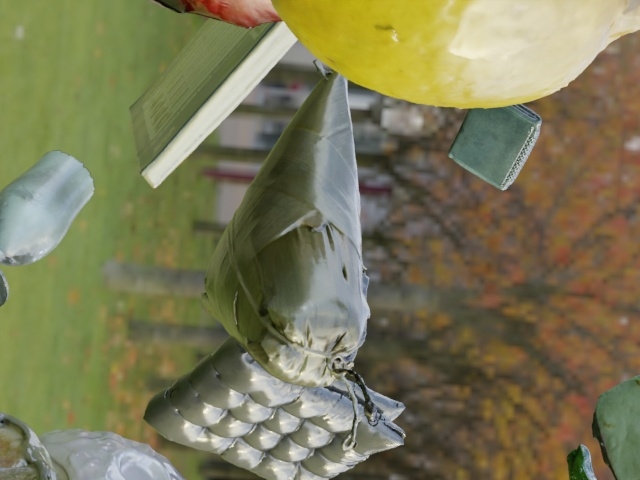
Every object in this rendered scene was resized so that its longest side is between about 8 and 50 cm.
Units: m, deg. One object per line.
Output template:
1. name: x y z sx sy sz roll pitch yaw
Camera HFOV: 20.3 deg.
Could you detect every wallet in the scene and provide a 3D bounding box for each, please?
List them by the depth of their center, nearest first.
1. wallet: 0.209 -0.123 2.115 0.026 0.088 0.129 -48 168 -40

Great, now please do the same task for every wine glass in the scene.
1. wine glass: -0.340 -0.017 2.042 0.202 0.093 0.093 -54 158 -42

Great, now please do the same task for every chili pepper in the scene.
1. chili pepper: 0.331 0.299 1.967 0.182 0.050 0.073 41 -15 51

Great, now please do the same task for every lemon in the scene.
1. lemon: 0.091 -0.206 1.245 0.236 0.263 0.236 -47 -153 32

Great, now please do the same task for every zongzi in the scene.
1. zongzi: 0.000 0.000 2.224 0.447 0.181 0.418 -140 -112 -69

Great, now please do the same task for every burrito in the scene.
1. burrito: 0.386 0.176 1.787 0.229 0.089 0.144 -36 -118 31

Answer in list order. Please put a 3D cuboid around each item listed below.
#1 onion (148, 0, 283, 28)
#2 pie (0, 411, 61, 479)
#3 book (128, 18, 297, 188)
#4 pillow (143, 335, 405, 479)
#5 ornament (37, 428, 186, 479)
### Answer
1. onion: -0.070 -0.304 1.505 0.272 0.272 0.195 96 14 -60
2. pie: -0.440 0.290 1.945 0.337 0.337 0.075 -86 175 -60
3. book: -0.122 -0.221 2.185 0.300 0.039 0.428 -47 -165 6
4. pillow: -0.062 0.253 2.590 0.228 0.326 0.101 -39 -145 31
5. ornament: -0.289 0.404 2.197 0.337 0.337 0.337 -175 -90 -89
